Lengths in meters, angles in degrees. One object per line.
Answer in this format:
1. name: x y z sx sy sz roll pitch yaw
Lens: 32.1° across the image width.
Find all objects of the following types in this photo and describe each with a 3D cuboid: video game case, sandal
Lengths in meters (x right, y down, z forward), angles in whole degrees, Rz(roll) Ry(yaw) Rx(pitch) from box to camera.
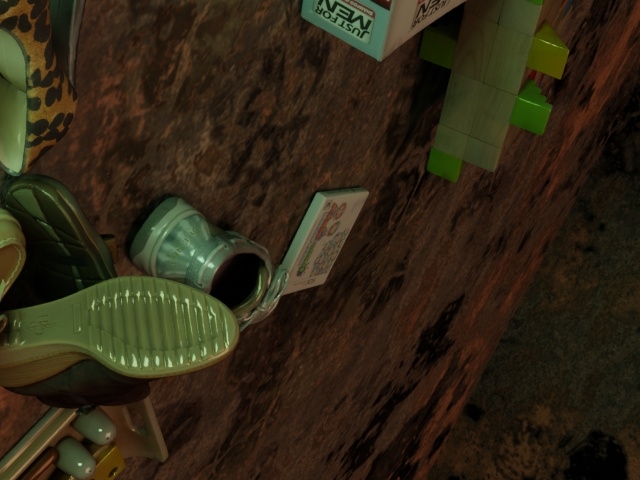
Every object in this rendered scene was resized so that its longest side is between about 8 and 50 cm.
1. video game case: 0.000 0.000 1.539 0.143 0.019 0.157 -11 131 -63
2. sandal: -0.221 0.004 0.999 0.219 0.090 0.060 79 26 -53

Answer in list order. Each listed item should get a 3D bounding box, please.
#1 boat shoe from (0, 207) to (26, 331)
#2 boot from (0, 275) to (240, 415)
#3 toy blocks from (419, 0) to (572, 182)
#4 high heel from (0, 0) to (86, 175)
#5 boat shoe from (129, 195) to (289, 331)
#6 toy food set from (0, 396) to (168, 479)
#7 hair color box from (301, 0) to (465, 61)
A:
1. boat shoe: -0.319 0.103 0.883 0.285 0.089 0.104 -55 159 -7
2. boot: -0.182 0.106 1.031 0.207 0.248 0.090 72 18 -68
3. toy blocks: 0.273 -0.290 1.550 0.261 0.191 0.381 -54 162 -39
4. high heel: -0.238 -0.110 0.739 0.261 0.093 0.186 -32 143 -65
5. boat shoe: -0.105 0.045 1.252 0.118 0.103 0.320 -54 159 -7
6. toy food set: -0.292 0.307 1.234 0.306 0.092 0.219 -46 157 -24
7. hair color box: 0.098 -0.382 1.074 0.185 0.113 0.374 -39 153 -38
